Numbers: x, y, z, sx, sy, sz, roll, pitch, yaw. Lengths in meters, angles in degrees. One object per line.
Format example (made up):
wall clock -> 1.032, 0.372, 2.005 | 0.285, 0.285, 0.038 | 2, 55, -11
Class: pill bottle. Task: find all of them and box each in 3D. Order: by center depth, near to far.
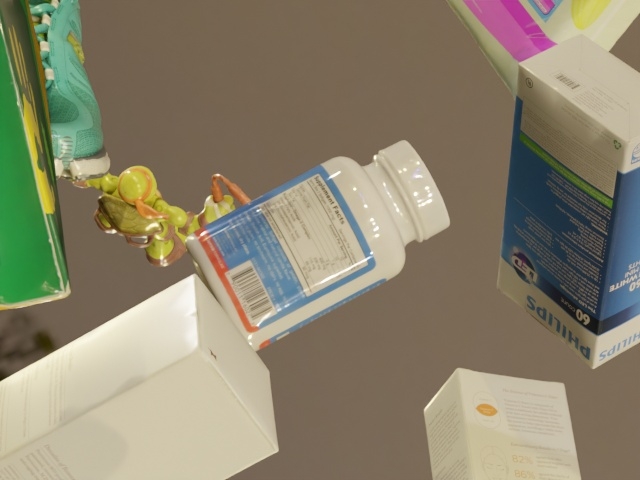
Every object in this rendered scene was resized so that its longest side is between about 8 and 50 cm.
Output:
pill bottle -> 0.000, 0.000, 1.789 | 0.124, 0.221, 0.124 | 61, -6, 11

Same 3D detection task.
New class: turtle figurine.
turtle figurine -> -0.184, -0.031, 2.118 | 0.269, 0.087, 0.217 | 19, -15, 3

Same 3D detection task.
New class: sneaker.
sneaker -> -0.196, -0.118, 1.286 | 0.275, 0.107, 0.110 | -117, -147, -57

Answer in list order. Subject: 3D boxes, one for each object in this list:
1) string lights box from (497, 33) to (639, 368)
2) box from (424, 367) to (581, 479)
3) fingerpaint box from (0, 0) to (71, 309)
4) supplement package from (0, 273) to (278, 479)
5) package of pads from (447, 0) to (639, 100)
string lights box -> 0.228, -0.030, 1.694 | 0.133, 0.076, 0.260 | 42, -34, 35
box -> 0.191, 0.234, 2.056 | 0.091, 0.130, 0.170 | 123, -30, -48
fingerpaint box -> -0.370, -0.064, 1.022 | 0.371, 0.444, 0.163 | -113, -168, -67
supplement package -> -0.133, 0.125, 1.385 | 0.105, 0.179, 0.105 | 55, 12, -27
package of pads -> 0.219, -0.306, 1.770 | 0.296, 0.101, 0.229 | -52, -122, 37
